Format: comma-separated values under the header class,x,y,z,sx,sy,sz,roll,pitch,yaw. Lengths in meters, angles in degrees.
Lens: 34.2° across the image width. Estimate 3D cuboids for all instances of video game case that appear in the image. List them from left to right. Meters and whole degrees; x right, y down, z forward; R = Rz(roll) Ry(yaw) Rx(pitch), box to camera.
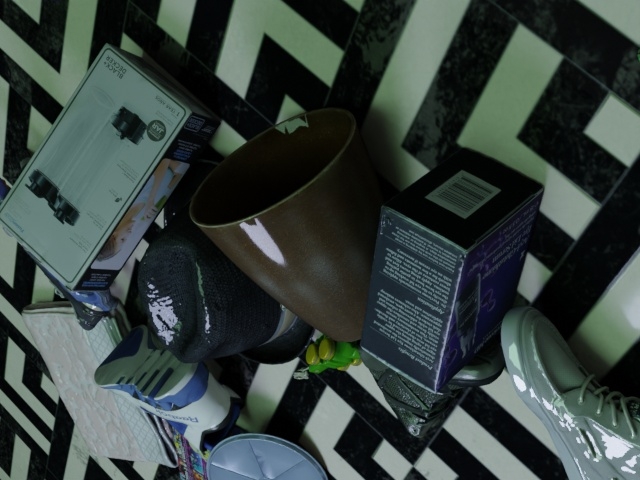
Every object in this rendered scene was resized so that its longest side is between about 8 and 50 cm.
class,x,y,z,sx,sy,sz,roll,pitch,yaw
video game case,-0.160,0.402,1.771,0.210,0.042,0.232,22,130,33

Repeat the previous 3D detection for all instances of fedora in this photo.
class,x,y,z,sx,sy,sz,roll,pitch,yaw
fedora,-0.155,0.059,1.435,0.334,0.152,0.334,26,133,32

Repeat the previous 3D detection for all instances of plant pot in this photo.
class,x,y,z,sx,sy,sz,roll,pitch,yaw
plant pot,0.000,0.000,1.218,0.215,0.215,0.230,-2,130,47

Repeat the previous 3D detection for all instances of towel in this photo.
class,x,y,z,sx,sy,sz,roll,pitch,yaw
towel,-0.403,0.265,1.918,0.317,0.053,0.332,-5,112,48

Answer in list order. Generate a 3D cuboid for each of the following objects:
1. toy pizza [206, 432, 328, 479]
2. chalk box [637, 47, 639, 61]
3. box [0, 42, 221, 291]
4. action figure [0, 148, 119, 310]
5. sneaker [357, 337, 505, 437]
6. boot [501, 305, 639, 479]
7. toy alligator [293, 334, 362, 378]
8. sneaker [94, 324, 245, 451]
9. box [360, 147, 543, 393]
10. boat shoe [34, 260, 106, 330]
class,x,y,z,sx,sy,sz,roll,pitch,yaw
toy pizza,-0.081,0.372,1.633,0.201,0.032,0.201,7,125,11
chalk box,0.345,-0.133,0.801,0.132,0.132,0.213,-16,104,50
box,-0.287,-0.093,1.389,0.169,0.087,0.290,38,100,19
action figure,-0.422,-0.056,1.618,0.330,0.178,0.341,20,154,30
sneaker,0.149,0.172,1.258,0.227,0.087,0.130,-8,113,52
boot,0.299,0.173,1.112,0.123,0.095,0.258,-15,114,43
toy alligator,0.009,0.149,1.418,0.189,0.056,0.051,-31,49,59
sneaker,-0.231,0.249,1.654,0.182,0.127,0.315,50,159,-24
box,0.138,0.032,1.116,0.108,0.153,0.207,30,136,27
boat shoe,-0.438,0.077,1.777,0.206,0.075,0.065,39,113,30
